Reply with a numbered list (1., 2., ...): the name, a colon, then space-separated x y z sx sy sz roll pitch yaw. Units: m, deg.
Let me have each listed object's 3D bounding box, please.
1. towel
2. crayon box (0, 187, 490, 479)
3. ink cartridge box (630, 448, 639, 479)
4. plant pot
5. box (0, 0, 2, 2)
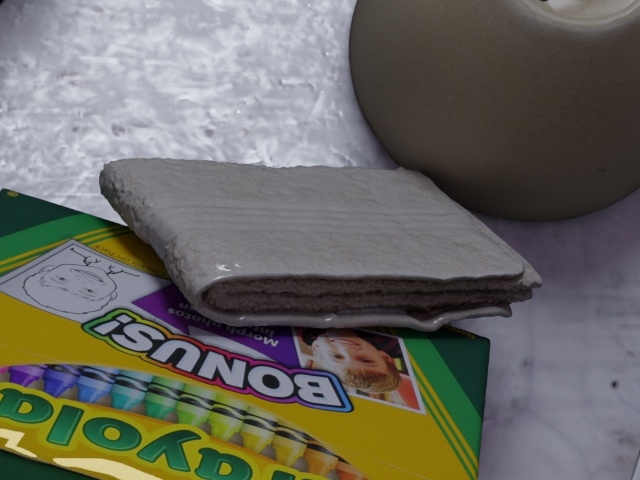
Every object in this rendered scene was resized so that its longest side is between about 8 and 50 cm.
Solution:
1. towel: 0.000 0.000 1.237 0.282 0.049 0.187 2 25 -31
2. crayon box: -0.083 0.116 1.112 0.363 0.106 0.313 17 23 0
3. ink cartridge box: 0.323 0.301 1.280 0.296 0.066 0.261 29 46 -2
4. plant pot: 0.172 -0.177 1.337 0.284 0.191 0.284 2 72 -5
5. box: -0.226 -0.289 1.305 0.103 0.184 0.261 36 66 5
